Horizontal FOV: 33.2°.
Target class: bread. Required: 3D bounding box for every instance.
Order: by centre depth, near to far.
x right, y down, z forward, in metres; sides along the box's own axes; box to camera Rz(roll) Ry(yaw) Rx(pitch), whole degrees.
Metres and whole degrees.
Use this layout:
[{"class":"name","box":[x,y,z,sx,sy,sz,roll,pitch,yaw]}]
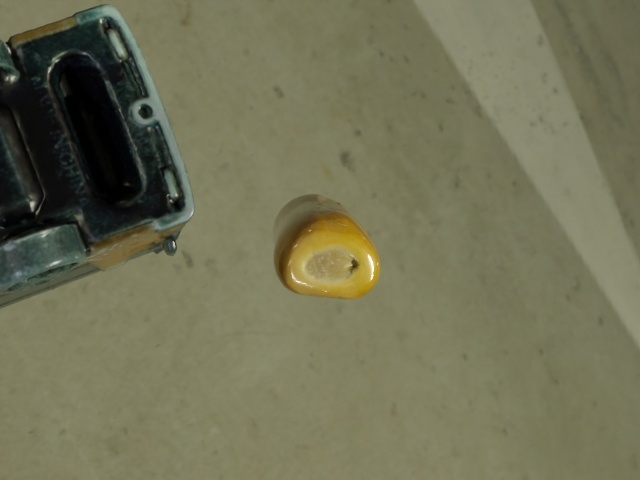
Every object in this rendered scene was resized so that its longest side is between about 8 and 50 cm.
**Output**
[{"class":"bread","box":[0.000,0.000,1.011,0.239,0.093,0.074,-116,-149,-81]}]

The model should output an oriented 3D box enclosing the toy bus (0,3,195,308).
[{"class":"toy bus","box":[-0.218,-0.015,0.593,0.275,0.167,0.138,-21,87,-11]}]
